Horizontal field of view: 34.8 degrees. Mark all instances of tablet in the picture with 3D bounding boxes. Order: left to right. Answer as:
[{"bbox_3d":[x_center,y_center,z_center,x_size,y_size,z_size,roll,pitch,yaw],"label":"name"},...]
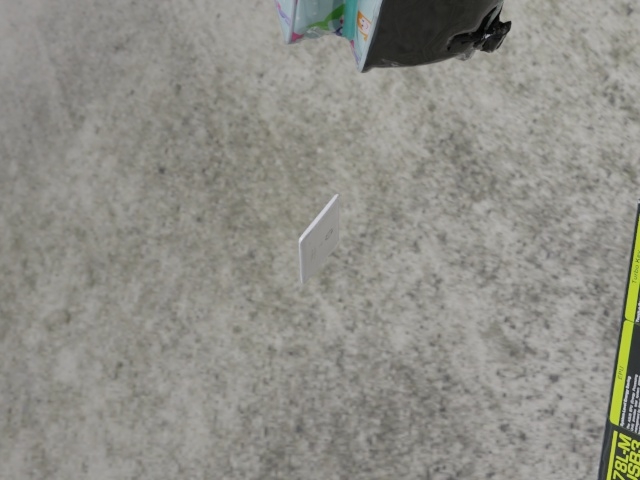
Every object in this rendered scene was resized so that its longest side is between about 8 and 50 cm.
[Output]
[{"bbox_3d":[0.000,0.000,0.847,0.006,0.083,0.054,33,68,15],"label":"tablet"}]

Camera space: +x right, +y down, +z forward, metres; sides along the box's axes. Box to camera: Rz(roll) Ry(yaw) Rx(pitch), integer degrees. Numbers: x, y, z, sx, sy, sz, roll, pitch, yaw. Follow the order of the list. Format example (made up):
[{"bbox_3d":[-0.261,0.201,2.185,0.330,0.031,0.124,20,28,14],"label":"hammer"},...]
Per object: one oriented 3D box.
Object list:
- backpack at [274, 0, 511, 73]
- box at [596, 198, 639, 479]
[{"bbox_3d":[0.041,-0.271,0.740,0.191,0.225,0.253,-3,70,-7],"label":"backpack"},{"bbox_3d":[0.214,0.089,0.449,0.184,0.045,0.190,21,113,50],"label":"box"}]
